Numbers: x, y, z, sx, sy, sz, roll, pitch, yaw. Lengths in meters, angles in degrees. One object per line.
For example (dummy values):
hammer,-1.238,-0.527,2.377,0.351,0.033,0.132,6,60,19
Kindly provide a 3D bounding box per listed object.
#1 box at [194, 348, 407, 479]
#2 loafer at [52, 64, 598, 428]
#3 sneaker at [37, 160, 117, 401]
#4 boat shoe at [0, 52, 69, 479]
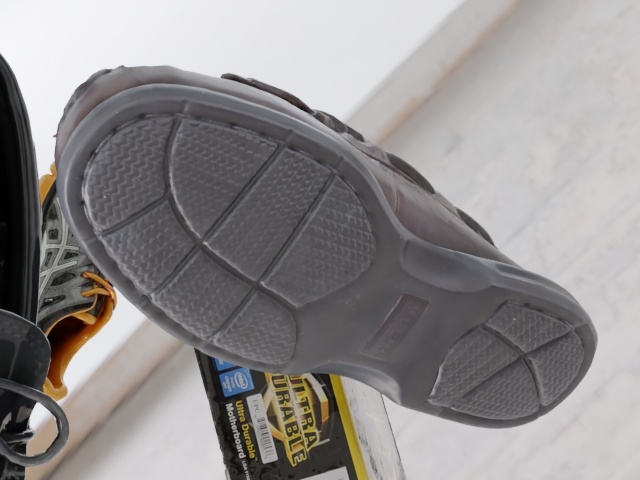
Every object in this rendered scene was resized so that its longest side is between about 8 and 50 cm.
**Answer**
box,-0.008,0.092,0.946,0.079,0.322,0.257,-18,79,4
loafer,0.000,0.000,0.691,0.109,0.302,0.095,-49,40,16
sneaker,-0.178,0.022,1.128,0.083,0.084,0.215,25,87,27
boat shoe,-0.229,0.084,0.772,0.156,0.187,0.500,-38,39,36
